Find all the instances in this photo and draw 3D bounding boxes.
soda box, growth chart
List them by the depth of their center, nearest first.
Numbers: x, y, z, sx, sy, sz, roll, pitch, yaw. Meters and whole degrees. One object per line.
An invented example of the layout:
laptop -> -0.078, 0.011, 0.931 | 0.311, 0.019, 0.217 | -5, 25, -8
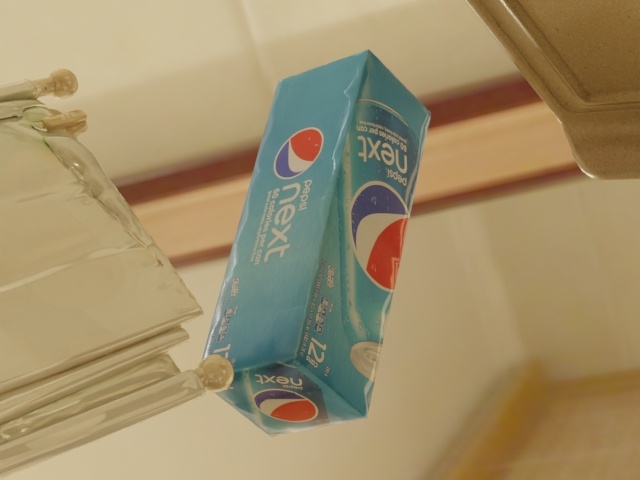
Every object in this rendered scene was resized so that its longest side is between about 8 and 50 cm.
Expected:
growth chart -> -0.147, 0.010, 0.804 | 0.237, 0.172, 0.021 | 56, 148, 37
soda box -> 0.000, 0.000, 1.023 | 0.067, 0.071, 0.210 | 41, -132, -37

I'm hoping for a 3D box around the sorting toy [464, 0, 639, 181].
sorting toy -> 0.162, -0.115, 0.627 | 0.229, 0.307, 0.041 | 51, -124, -31
